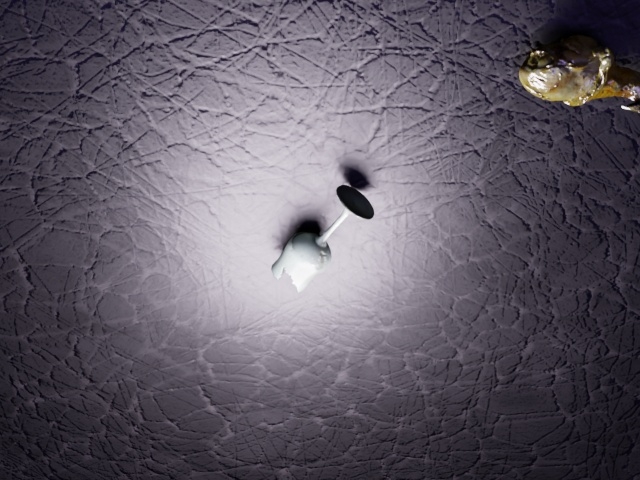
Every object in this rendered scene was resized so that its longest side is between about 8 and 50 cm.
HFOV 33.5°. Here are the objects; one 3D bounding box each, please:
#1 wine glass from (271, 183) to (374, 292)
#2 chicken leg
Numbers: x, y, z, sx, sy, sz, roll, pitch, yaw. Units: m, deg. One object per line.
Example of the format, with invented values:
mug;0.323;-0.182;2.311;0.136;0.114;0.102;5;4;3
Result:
wine glass;0.000;0.000;1.746;0.079;0.079;0.195;28;122;-22
chicken leg;0.404;-0.243;1.556;0.227;0.088;0.103;9;115;-4
